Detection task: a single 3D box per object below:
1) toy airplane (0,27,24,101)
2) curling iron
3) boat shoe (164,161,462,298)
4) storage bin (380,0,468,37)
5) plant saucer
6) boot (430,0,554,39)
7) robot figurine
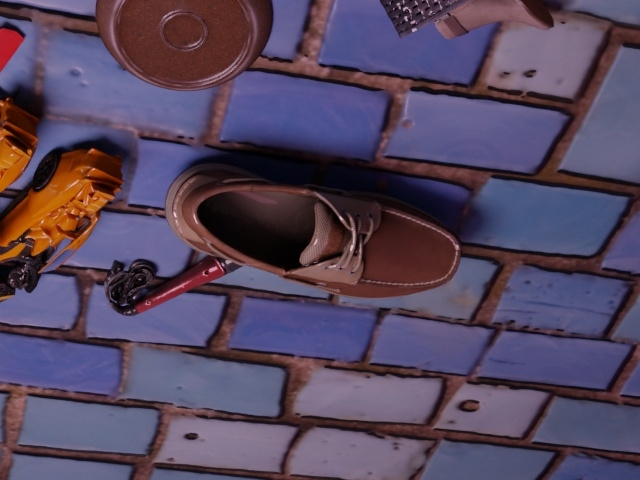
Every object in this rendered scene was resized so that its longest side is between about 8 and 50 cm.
[{"bbox_3d":[-0.357,-0.166,1.161,0.151,0.028,0.151,-2,134,-2],"label":"toy airplane"},{"bbox_3d":[-0.124,0.022,1.355,0.274,0.035,0.068,-20,131,13],"label":"curling iron"},{"bbox_3d":[0.000,0.000,1.264,0.325,0.116,0.123,9,95,-14],"label":"boat shoe"},{"bbox_3d":[0.132,-0.258,1.040,0.180,0.122,0.084,-26,100,19],"label":"storage bin"},{"bbox_3d":[-0.129,-0.204,1.147,0.169,0.029,0.168,-3,134,-4],"label":"plant saucer"},{"bbox_3d":[0.155,-0.219,1.156,0.087,0.042,0.118,-32,127,31],"label":"boot"},{"bbox_3d":[-0.350,-0.015,1.261,0.211,0.085,0.291,28,125,-35],"label":"robot figurine"}]
